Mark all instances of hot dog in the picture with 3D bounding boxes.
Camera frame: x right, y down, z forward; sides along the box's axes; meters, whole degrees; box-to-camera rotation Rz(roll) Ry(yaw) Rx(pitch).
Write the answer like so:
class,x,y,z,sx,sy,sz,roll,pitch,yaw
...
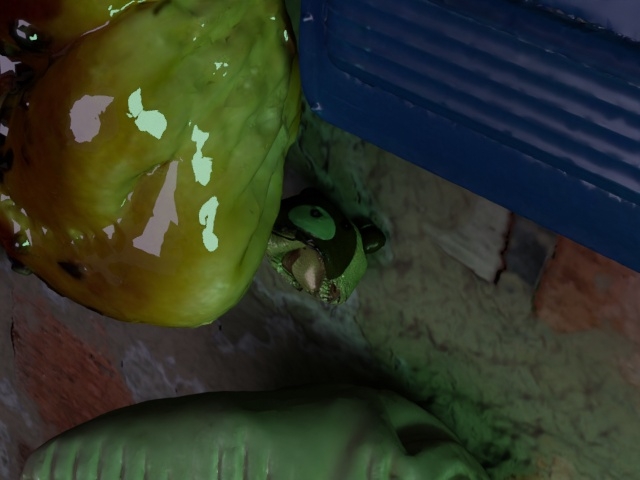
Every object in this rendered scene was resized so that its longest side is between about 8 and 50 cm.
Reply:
class,x,y,z,sx,sy,sz,roll,pitch,yaw
hot dog,-0.153,-0.115,0.698,0.365,0.196,0.367,9,129,62

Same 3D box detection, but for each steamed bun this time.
class,x,y,z,sx,sy,sz,roll,pitch,yaw
steamed bun,-0.037,0.272,0.865,0.367,0.255,0.342,5,81,13

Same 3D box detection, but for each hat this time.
class,x,y,z,sx,sy,sz,roll,pitch,yaw
hat,0.000,0.000,0.812,0.077,0.059,0.076,22,146,40

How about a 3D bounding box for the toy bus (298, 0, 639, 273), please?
class,x,y,z,sx,sy,sz,roll,pitch,yaw
toy bus,0.146,-0.090,0.518,0.287,0.175,0.138,28,134,29
